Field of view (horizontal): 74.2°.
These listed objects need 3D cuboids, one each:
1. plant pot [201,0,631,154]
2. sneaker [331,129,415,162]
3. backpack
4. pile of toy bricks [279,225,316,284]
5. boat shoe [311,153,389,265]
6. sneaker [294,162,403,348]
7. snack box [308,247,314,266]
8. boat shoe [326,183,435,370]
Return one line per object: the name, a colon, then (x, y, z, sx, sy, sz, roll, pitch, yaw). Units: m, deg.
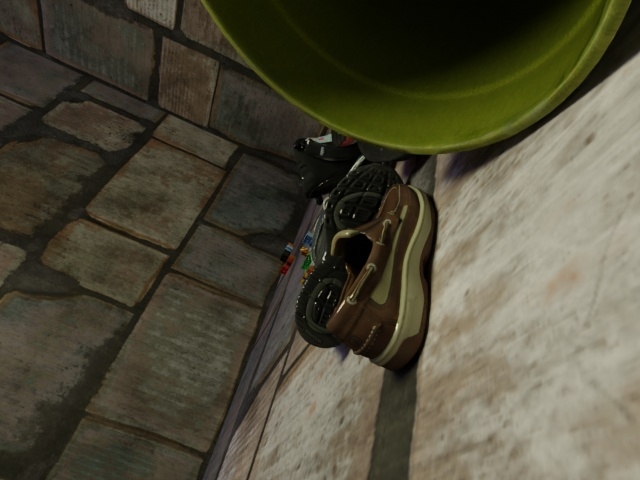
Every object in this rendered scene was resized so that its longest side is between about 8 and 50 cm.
plant pot: (0.109, -0.334, 0.373, 0.352, 0.367, 0.366, -57, 2, -21)
sneaker: (0.117, -0.210, 0.721, 0.314, 0.136, 0.115, -129, 33, -64)
backpack: (0.044, -0.174, 0.922, 0.115, 0.182, 0.151, -81, -21, -57)
pile of toy bricks: (-0.011, 0.015, 0.976, 0.105, 0.118, 0.212, -62, 3, -39)
boat shoe: (0.055, -0.058, 0.807, 0.254, 0.095, 0.079, -57, -5, 0)
sneaker: (0.037, 0.016, 0.639, 0.130, 0.109, 0.286, 101, -165, -80)
snack box: (0.000, 0.000, 1.290, 0.100, 0.037, 0.141, -84, 19, -75)
boat shoe: (0.062, 0.007, 0.457, 0.257, 0.095, 0.095, -74, 10, -51)
